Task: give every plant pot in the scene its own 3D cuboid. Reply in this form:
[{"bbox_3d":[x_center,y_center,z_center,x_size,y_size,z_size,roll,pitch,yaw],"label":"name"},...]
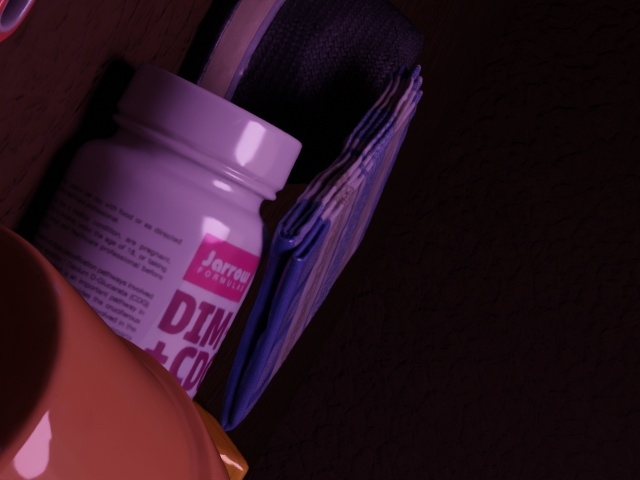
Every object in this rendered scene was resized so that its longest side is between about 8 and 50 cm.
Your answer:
[{"bbox_3d":[-0.201,0.122,0.886,0.291,0.291,0.203,-58,152,-31],"label":"plant pot"}]

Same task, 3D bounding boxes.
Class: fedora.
[{"bbox_3d":[-0.005,-0.143,1.554,0.334,0.152,0.334,-61,171,-17],"label":"fedora"}]

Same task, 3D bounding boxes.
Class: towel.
[{"bbox_3d":[0.000,0.000,1.393,0.285,0.034,0.209,-56,169,-50],"label":"towel"}]

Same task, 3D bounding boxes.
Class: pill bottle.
[{"bbox_3d":[-0.136,0.024,1.269,0.283,0.160,0.160,-63,171,0],"label":"pill bottle"}]

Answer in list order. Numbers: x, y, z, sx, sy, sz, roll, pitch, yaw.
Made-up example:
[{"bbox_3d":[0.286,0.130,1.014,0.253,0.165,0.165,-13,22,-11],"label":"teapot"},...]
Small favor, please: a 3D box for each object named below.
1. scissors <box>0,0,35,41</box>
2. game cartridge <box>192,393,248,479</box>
[{"bbox_3d":[-0.215,-0.073,0.973,0.297,0.021,0.109,-65,171,8],"label":"scissors"},{"bbox_3d":[-0.195,0.252,1.386,0.323,0.053,0.285,-54,-156,2],"label":"game cartridge"}]
